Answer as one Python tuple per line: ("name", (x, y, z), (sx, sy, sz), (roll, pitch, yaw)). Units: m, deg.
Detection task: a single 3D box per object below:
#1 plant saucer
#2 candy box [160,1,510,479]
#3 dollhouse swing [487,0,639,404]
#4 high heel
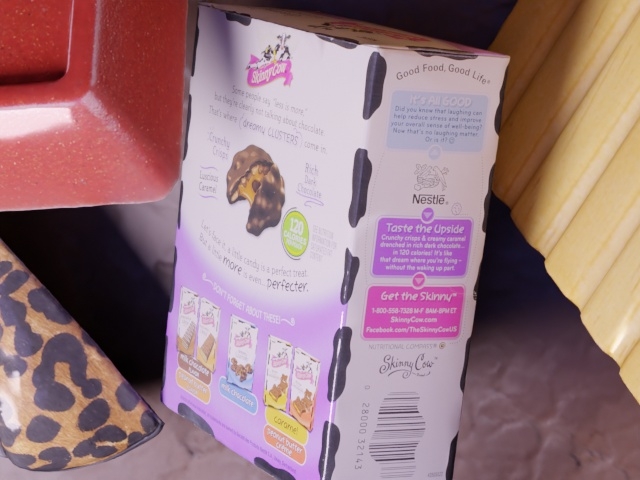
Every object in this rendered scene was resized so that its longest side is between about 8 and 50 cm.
("plant saucer", (-0.188, -0.136, 0.879), (0.258, 0.047, 0.259), (-3, 68, 11))
("candy box", (0.000, 0.000, 0.873), (0.070, 0.165, 0.196), (1, 102, -30))
("dollhouse swing", (0.118, -0.133, 0.702), (0.315, 0.347, 0.305), (31, 110, -38))
("high heel", (-0.144, -0.025, 0.940), (0.186, 0.093, 0.261), (13, 93, 0))
